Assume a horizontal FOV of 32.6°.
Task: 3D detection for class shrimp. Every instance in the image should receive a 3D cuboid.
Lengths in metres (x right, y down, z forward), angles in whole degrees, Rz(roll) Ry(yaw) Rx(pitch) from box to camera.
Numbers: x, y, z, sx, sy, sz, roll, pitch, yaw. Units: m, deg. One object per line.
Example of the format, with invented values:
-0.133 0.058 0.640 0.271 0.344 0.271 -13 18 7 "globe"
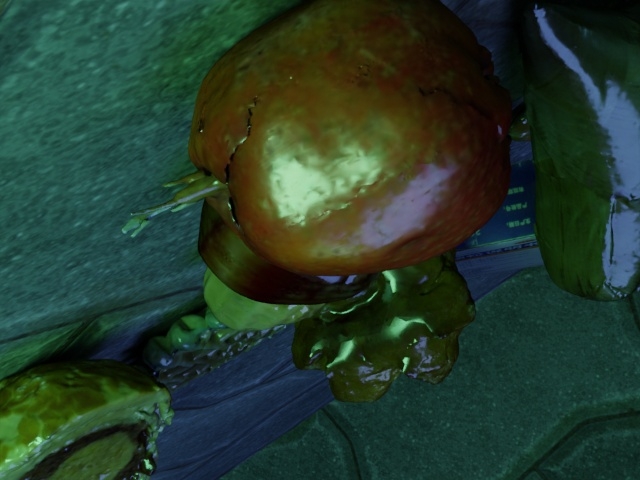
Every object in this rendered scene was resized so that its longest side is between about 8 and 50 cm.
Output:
0.318 -0.169 1.473 0.184 0.043 0.091 -14 155 -50 "shrimp"

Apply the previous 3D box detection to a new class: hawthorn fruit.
-0.003 -0.066 0.786 0.299 0.211 0.211 -22 166 -7 "hawthorn fruit"

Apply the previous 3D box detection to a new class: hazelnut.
-0.012 -0.027 0.968 0.204 0.178 0.178 -48 162 18 "hazelnut"

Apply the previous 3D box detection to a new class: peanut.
0.000 0.000 1.184 0.290 0.130 0.130 -36 166 18 "peanut"

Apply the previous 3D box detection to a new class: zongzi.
0.284 -0.087 1.195 0.393 0.174 0.356 -11 119 -49 "zongzi"

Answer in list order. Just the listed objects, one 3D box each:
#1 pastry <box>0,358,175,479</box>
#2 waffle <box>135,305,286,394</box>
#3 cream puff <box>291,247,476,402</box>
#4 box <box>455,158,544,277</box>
-0.305 0.220 1.246 0.256 0.170 0.236 -9 135 -38 "pastry"
-0.133 0.128 1.507 0.309 0.056 0.292 -26 166 -25 "waffle"
0.069 0.061 1.313 0.241 0.269 0.155 -6 -179 22 "cream puff"
0.209 -0.015 1.521 0.200 0.106 0.299 -11 168 9 "box"
